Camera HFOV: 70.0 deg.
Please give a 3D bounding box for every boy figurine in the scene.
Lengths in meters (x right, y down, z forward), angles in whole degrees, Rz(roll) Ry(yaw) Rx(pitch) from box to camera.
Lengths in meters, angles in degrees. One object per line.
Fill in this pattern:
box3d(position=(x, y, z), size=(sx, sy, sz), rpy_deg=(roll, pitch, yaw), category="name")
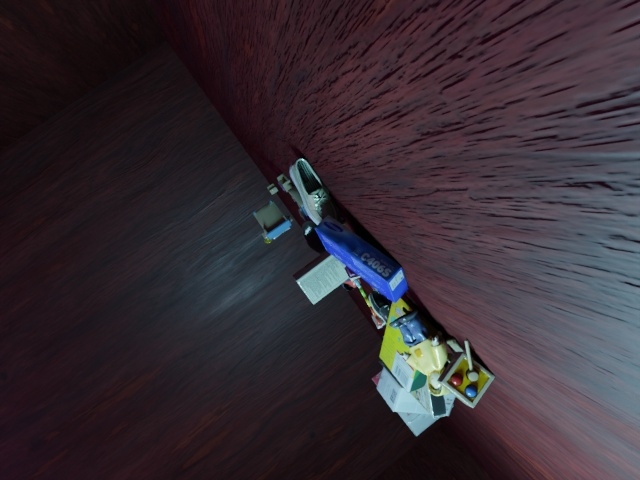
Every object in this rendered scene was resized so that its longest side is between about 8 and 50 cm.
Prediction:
box3d(position=(0.336, 0.374, 1.502), size=(0.177, 0.092, 0.285), rpy_deg=(-35, 79, 46), category="boy figurine")

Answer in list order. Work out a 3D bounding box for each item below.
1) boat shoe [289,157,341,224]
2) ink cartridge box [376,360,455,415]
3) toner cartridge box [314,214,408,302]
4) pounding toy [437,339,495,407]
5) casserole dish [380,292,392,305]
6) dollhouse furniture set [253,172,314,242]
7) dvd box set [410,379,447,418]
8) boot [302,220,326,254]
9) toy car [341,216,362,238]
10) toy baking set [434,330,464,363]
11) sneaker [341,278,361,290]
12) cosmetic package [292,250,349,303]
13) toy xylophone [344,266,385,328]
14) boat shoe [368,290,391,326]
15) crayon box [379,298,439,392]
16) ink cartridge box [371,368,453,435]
box3d(position=(-0.022, -0.165, 1.687), size=(0.302, 0.109, 0.094), rpy_deg=(56, 172, -2), category="boat shoe")
box3d(position=(0.452, 0.720, 2.247), size=(0.309, 0.130, 0.272), rpy_deg=(12, -170, -18), category="ink cartridge box")
box3d(position=(0.139, 0.061, 1.578), size=(0.348, 0.075, 0.165), rpy_deg=(37, 165, 33), category="toner cartridge box")
box3d(position=(0.423, 0.382, 1.323), size=(0.130, 0.141, 0.100), rpy_deg=(38, 172, 10), category="pounding toy")
box3d(position=(0.296, 0.248, 1.948), size=(0.114, 0.037, 0.188), rpy_deg=(49, 172, 35), category="casserole dish")
box3d(position=(-0.221, -0.142, 2.466), size=(0.286, 0.303, 0.198), rpy_deg=(50, 173, 32), category="dollhouse furniture set")
box3d(position=(0.397, 0.505, 1.891), size=(0.420, 0.062, 0.308), rpy_deg=(172, 90, -83), category="dvd box set")
box3d(position=(0.000, 0.000, 2.484), size=(0.305, 0.112, 0.115), rpy_deg=(50, -167, -25), category="boot")
box3d(position=(0.088, -0.041, 1.792), size=(0.225, 0.053, 0.239), rpy_deg=(54, 174, -5), category="toy car")
box3d(position=(0.446, 0.407, 1.510), size=(0.197, 0.030, 0.256), rpy_deg=(48, 164, 31), category="toy baking set")
box3d(position=(0.136, 0.200, 2.487), size=(0.148, 0.131, 0.350), rpy_deg=(58, 174, -1), category="sneaker")
box3d(position=(0.032, 0.147, 2.177), size=(0.153, 0.296, 0.129), rpy_deg=(56, 175, -14), category="cosmetic package")
box3d(position=(0.213, 0.231, 2.058), size=(0.323, 0.081, 0.236), rpy_deg=(60, -178, -16), category="toy xylophone")
box3d(position=(0.284, 0.292, 1.864), size=(0.233, 0.084, 0.079), rpy_deg=(55, 140, 29), category="boat shoe")
box3d(position=(0.326, 0.368, 1.677), size=(0.202, 0.081, 0.319), rpy_deg=(49, 140, 48), category="crayon box")
box3d(position=(0.522, 0.866, 2.619), size=(0.160, 0.279, 0.385), rpy_deg=(56, 174, -35), category="ink cartridge box")
